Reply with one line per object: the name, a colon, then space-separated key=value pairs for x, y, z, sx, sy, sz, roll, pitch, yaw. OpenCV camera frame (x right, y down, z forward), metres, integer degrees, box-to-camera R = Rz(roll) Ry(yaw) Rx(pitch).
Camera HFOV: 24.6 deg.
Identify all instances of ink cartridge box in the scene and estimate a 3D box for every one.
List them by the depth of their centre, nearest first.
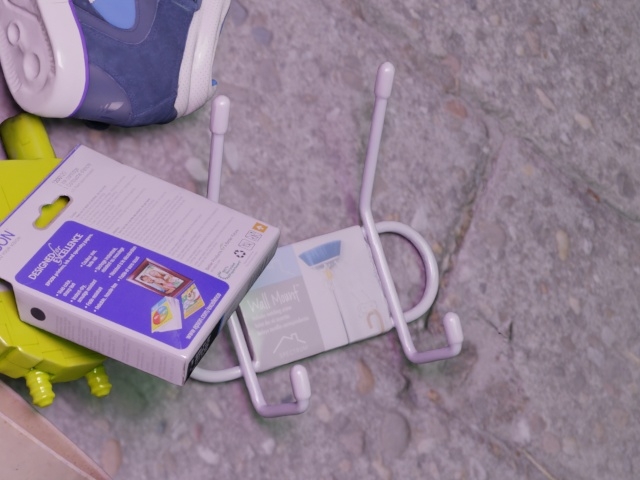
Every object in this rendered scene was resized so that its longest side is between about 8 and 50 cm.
ink cartridge box: x=-0.167 y=0.016 z=1.271 sx=0.208 sy=0.045 sz=0.206 roll=24 pitch=38 yaw=8

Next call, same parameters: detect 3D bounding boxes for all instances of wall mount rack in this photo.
wall mount rack: x=0.000 y=0.000 z=1.454 sx=0.350 sy=0.130 sz=0.304 roll=-16 pitch=87 yaw=-36

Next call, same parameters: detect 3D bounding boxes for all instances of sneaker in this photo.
sneaker: x=-0.202 y=-0.262 z=1.401 sx=0.236 sy=0.130 sz=0.323 roll=-5 pitch=77 yaw=-44

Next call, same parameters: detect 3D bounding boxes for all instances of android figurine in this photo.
android figurine: x=-0.256 y=0.015 z=1.288 sx=0.248 sy=0.056 sz=0.273 roll=-8 pitch=70 yaw=-49

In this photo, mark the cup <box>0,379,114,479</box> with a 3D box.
cup: x=-0.349 y=0.178 z=1.098 sx=0.331 sy=0.331 sz=0.237 roll=42 pitch=81 yaw=-18
